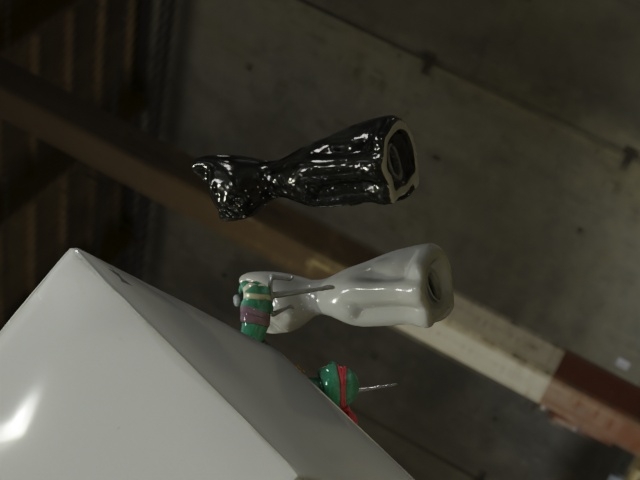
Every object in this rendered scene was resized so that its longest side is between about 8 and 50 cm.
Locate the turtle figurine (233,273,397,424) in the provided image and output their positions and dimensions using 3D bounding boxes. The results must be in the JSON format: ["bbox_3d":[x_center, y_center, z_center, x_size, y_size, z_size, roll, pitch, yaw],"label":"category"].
[{"bbox_3d":[-0.053,0.120,1.120,0.118,0.234,0.175,-93,-6,-54],"label":"turtle figurine"}]

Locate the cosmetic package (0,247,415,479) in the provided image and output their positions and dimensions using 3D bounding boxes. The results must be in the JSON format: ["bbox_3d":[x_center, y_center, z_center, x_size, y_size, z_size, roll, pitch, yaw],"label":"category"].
[{"bbox_3d":[-0.084,0.151,0.559,0.225,0.138,0.224,-51,-24,1],"label":"cosmetic package"}]

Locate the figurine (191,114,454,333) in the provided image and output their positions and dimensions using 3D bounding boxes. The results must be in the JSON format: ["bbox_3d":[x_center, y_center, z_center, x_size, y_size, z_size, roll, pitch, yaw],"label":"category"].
[{"bbox_3d":[0.000,0.000,1.223,0.092,0.209,0.215,-56,-47,-53],"label":"figurine"}]
